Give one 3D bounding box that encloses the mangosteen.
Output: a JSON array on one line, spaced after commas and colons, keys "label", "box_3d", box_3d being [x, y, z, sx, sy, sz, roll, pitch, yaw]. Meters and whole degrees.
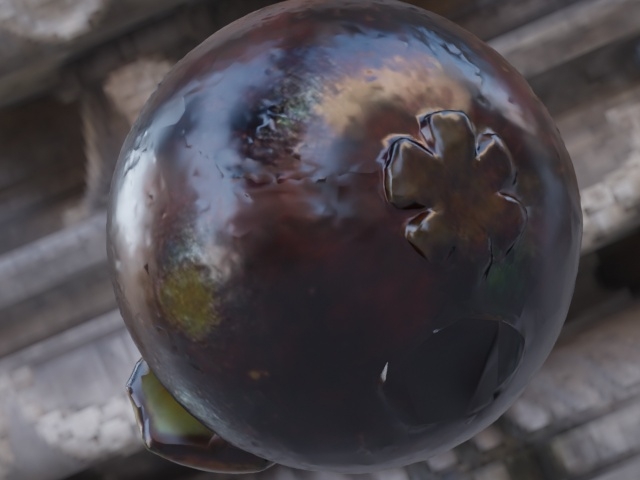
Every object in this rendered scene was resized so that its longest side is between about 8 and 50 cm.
[{"label": "mangosteen", "box_3d": [0.011, 0.002, 1.027, 0.311, 0.311, 0.311, -23, 0, 0]}]
